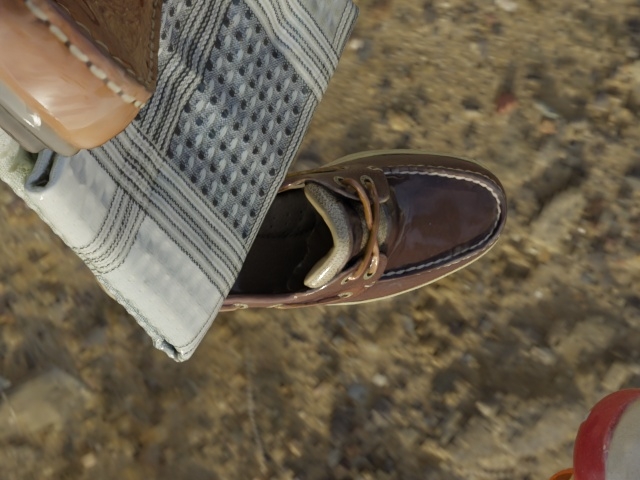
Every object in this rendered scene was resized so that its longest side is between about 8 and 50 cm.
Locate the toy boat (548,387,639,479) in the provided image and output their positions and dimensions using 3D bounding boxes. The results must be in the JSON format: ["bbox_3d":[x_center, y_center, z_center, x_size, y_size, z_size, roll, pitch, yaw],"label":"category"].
[{"bbox_3d":[0.250,0.224,1.339,0.151,0.151,0.231,-52,135,-37],"label":"toy boat"}]

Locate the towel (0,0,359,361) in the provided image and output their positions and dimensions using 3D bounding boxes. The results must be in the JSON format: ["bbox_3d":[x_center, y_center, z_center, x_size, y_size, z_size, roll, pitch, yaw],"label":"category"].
[{"bbox_3d":[-0.079,-0.114,1.054,0.312,0.056,0.324,-63,151,-18],"label":"towel"}]

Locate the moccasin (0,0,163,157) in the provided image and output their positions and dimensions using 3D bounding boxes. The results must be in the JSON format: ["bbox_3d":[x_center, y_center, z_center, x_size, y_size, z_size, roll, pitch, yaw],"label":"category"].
[{"bbox_3d":[-0.078,-0.181,0.608,0.147,0.380,0.139,-23,126,20],"label":"moccasin"}]

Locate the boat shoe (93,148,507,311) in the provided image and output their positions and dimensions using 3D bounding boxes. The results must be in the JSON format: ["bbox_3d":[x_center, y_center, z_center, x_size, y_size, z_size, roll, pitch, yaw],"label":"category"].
[{"bbox_3d":[0.000,0.000,1.254,0.342,0.123,0.123,-5,99,-18],"label":"boat shoe"}]
